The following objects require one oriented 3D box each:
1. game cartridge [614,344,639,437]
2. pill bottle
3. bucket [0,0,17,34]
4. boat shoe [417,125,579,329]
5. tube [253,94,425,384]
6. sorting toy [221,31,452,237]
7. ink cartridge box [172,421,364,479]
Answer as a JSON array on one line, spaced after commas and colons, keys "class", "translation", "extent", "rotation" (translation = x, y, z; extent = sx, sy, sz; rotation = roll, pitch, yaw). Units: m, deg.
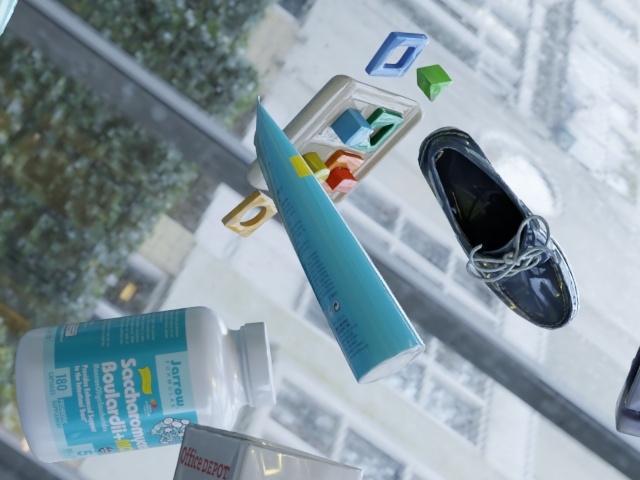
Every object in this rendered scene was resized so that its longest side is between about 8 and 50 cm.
[{"class": "game cartridge", "translation": [0.446, 0.081, 1.259], "extent": [0.068, 0.230, 0.355], "rotation": [-78, 178, -50]}, {"class": "pill bottle", "translation": [-0.184, 0.150, 1.391], "extent": [0.264, 0.146, 0.146], "rotation": [-9, -165, -1]}, {"class": "bucket", "translation": [-0.361, -0.298, 1.159], "extent": [0.281, 0.183, 0.281], "rotation": [-161, -90, -84]}, {"class": "boat shoe", "translation": [0.189, -0.006, 1.341], "extent": [0.095, 0.254, 0.079], "rotation": [-29, -168, 11]}, {"class": "tube", "translation": [0.000, 0.000, 0.902], "extent": [0.052, 0.207, 0.080], "rotation": [-24, 163, -18]}, {"class": "sorting toy", "translation": [0.026, -0.109, 1.580], "extent": [0.347, 0.047, 0.196], "rotation": [-45, 152, 20]}, {"class": "ink cartridge box", "translation": [-0.059, 0.245, 0.888], "extent": [0.160, 0.093, 0.219], "rotation": [171, -66, -69]}]
